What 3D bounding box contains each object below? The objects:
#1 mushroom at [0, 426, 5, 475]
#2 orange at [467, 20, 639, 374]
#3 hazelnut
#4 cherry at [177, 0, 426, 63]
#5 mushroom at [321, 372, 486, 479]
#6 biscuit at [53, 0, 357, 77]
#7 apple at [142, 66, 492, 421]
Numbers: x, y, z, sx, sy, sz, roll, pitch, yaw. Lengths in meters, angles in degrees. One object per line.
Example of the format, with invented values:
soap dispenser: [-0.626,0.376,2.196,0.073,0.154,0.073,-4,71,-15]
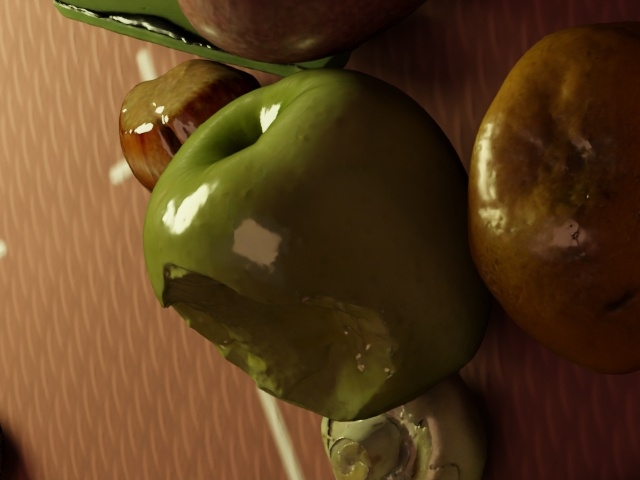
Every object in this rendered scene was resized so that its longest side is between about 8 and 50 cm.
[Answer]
mushroom: [-0.388,0.218,1.542,0.109,0.085,0.126,-3,93,-1]
orange: [0.202,-0.035,1.029,0.183,0.249,0.249,-12,89,58]
hazelnut: [-0.104,-0.086,1.287,0.154,0.143,0.143,-3,95,42]
cherry: [-0.018,-0.248,1.141,0.285,0.213,0.236,-9,58,7]
mushroom: [0.063,0.167,1.209,0.154,0.122,0.154,6,99,43]
biscuit: [-0.105,-0.202,1.295,0.322,0.099,0.038,18,146,31]
apple: [0.000,0.000,1.125,0.279,0.279,0.279,5,99,33]
